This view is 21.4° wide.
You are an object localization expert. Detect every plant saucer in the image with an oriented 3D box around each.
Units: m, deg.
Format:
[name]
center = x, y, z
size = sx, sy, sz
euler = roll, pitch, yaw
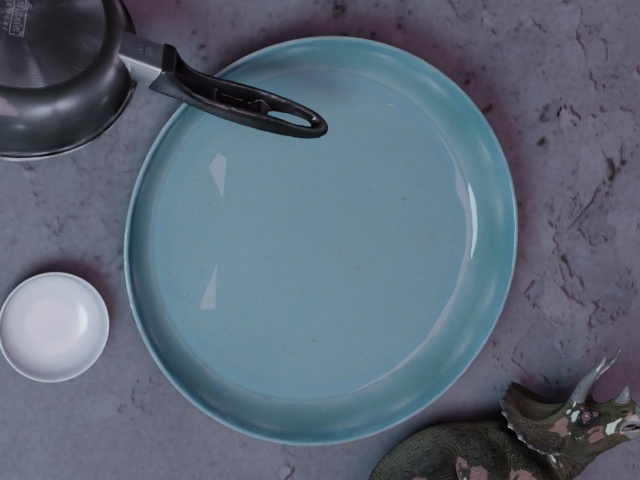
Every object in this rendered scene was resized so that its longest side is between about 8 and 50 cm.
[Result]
[plant saucer]
center = 0.000, 0.000, 1.306
size = 0.318, 0.044, 0.317
euler = -4, 101, -19

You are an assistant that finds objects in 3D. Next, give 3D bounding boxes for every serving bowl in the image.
[serving bowl]
center = -0.200, 0.062, 1.256
size = 0.083, 0.027, 0.083
euler = -4, 102, -18

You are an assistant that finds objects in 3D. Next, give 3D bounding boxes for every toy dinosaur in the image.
[toy dinosaur]
center = 0.110, 0.206, 1.360
size = 0.313, 0.121, 0.160
euler = -18, 93, -10

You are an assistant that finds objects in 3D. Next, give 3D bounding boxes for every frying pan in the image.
[frying pan]
center = -0.161, -0.111, 1.160
size = 0.326, 0.053, 0.197
euler = 32, 55, -4
